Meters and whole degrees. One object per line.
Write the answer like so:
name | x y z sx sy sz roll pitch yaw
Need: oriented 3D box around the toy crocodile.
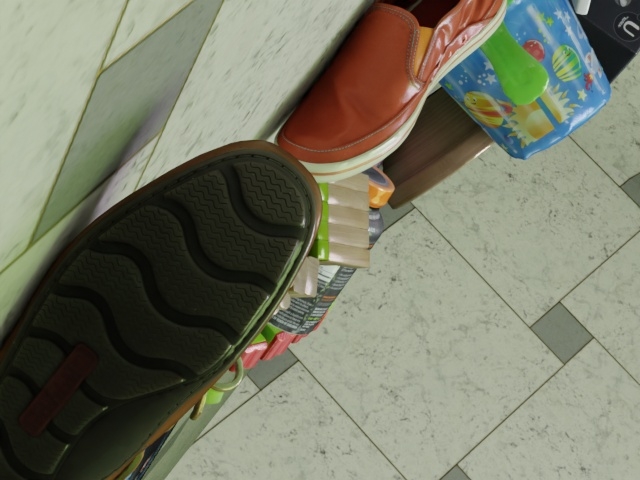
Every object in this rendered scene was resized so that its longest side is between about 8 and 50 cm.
toy crocodile | -0.073 0.124 1.994 0.340 0.105 0.115 -28 159 -42

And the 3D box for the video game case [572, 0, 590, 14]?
video game case | 0.347 -0.393 1.768 0.143 0.019 0.157 -85 -177 -58

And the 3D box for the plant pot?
plant pot | 0.173 -0.157 2.036 0.237 0.109 0.237 -37 -175 3

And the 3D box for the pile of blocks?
pile of blocks | -0.080 0.011 1.410 0.113 0.149 0.362 -3 -162 34

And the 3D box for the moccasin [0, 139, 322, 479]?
moccasin | -0.134 0.085 0.927 0.380 0.139 0.147 -54 177 17

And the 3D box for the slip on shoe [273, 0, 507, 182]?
slip on shoe | 0.066 -0.184 1.347 0.331 0.123 0.101 -47 142 -23

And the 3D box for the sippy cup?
sippy cup | 0.271 -0.241 1.858 0.305 0.224 0.240 -40 -174 -41

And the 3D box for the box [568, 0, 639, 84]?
box | 0.387 -0.384 2.072 0.143 0.270 0.165 -53 176 -12

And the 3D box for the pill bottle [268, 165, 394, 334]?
pill bottle | 0.000 0.000 1.865 0.245 0.130 0.130 -55 176 19

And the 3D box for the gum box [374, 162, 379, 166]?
gum box | 0.050 -0.114 1.966 0.107 0.062 0.188 -51 175 -36

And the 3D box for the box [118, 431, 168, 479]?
box | -0.282 0.306 1.655 0.295 0.073 0.293 -56 176 28

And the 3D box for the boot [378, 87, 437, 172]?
boot | 0.120 -0.153 2.239 0.258 0.095 0.123 -45 172 -48
